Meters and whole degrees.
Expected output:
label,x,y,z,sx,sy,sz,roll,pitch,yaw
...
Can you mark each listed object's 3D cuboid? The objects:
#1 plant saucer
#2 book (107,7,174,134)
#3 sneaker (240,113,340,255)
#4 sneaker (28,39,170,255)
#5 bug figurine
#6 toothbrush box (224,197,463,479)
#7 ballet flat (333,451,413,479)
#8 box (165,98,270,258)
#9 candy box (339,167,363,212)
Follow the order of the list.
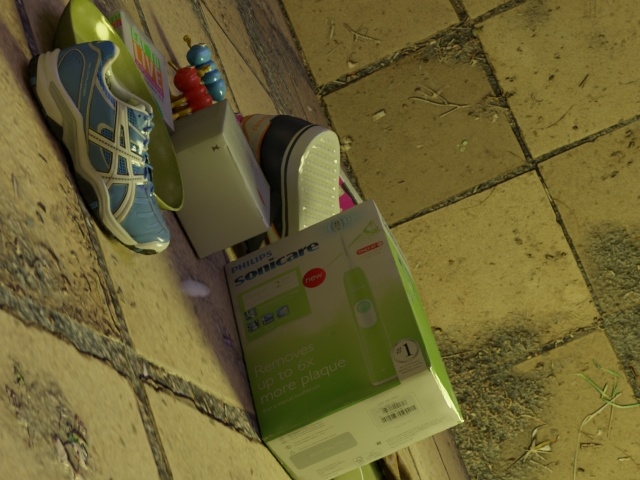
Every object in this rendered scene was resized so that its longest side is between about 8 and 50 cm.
label,x,y,z,sx,sy,sz,roll,pitch,yaw
plant saucer,-0.210,-0.134,1.322,0.241,0.037,0.240,-23,90,-83
book,-0.216,-0.198,1.532,0.096,0.035,0.144,54,15,-44
sneaker,-0.049,-0.029,1.721,0.127,0.126,0.321,25,-50,28
sneaker,-0.183,-0.082,1.170,0.080,0.081,0.211,-100,166,-68
bug figurine,-0.144,-0.171,1.790,0.279,0.072,0.216,-93,158,-72
toothbrush box,0.021,0.117,1.522,0.283,0.206,0.122,-105,168,-47
ballet flat,0.082,0.351,1.672,0.124,0.116,0.342,-22,87,-63
box,-0.126,-0.076,1.528,0.170,0.091,0.130,-94,160,-71
candy box,0.000,0.000,1.832,0.233,0.159,0.071,57,9,-15
